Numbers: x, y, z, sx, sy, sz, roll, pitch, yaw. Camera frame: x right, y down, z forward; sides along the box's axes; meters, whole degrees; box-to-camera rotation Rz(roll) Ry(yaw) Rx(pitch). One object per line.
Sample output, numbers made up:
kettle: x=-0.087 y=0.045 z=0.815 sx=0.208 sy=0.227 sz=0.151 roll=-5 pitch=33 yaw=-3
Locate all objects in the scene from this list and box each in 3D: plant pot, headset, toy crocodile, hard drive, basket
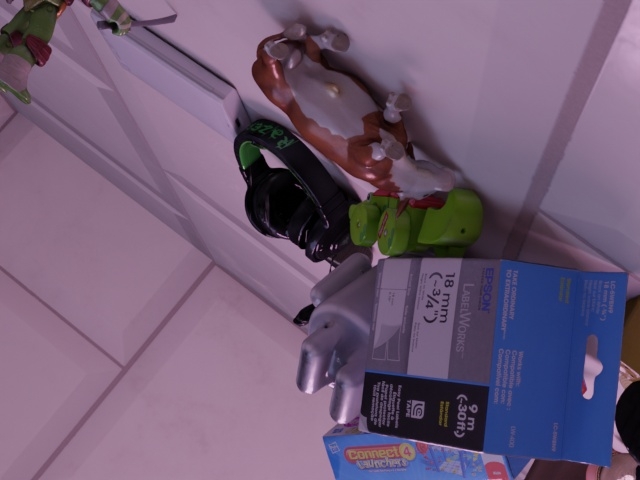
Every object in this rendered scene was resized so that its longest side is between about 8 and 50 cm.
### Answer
plant pot: x=0.398 y=0.129 z=1.331 sx=0.081 sy=0.083 sz=0.081 roll=37 pitch=169 yaw=5
headset: x=-0.046 y=-0.027 z=1.885 sx=0.243 sy=0.185 sz=0.394 roll=28 pitch=153 yaw=46
toy crocodile: x=0.126 y=-0.032 z=1.536 sx=0.115 sy=0.105 sz=0.340 roll=7 pitch=-177 yaw=-16
hard drive: x=-0.257 y=-0.289 z=1.899 sx=0.307 sy=0.040 sz=0.203 roll=35 pitch=168 yaw=18
basket: x=0.488 y=0.500 z=2.159 sx=0.204 sy=0.227 sz=0.154 roll=44 pitch=168 yaw=-23

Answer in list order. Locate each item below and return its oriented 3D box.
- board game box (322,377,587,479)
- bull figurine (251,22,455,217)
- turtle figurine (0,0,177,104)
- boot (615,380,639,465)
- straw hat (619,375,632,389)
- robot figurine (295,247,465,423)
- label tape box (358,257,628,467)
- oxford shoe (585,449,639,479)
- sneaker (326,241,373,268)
board game box: x=0.211 y=0.265 z=1.650 sx=0.302 sy=0.308 sz=0.086 roll=-12 pitch=100 yaw=36
bull figurine: x=0.041 y=-0.151 z=1.334 sx=0.310 sy=0.101 sz=0.188 roll=37 pitch=165 yaw=-1
turtle figurine: x=-0.373 y=-0.315 z=1.594 sx=0.198 sy=0.266 sz=0.275 roll=34 pitch=171 yaw=13
boot: x=0.535 y=0.324 z=1.333 sx=0.348 sy=0.131 sz=0.260 roll=36 pitch=171 yaw=38
straw hat: x=0.500 y=0.272 z=1.635 sx=0.144 sy=0.061 sz=0.144 roll=37 pitch=169 yaw=8
robot figurine: x=0.122 y=0.132 z=1.640 sx=0.300 sy=0.353 sz=0.200 roll=42 pitch=143 yaw=24
label tape box: x=0.208 y=0.144 z=1.360 sx=0.106 sy=0.241 sz=0.333 roll=13 pitch=171 yaw=-40
oxford shoe: x=0.668 y=0.534 z=1.959 sx=0.397 sy=0.140 sz=0.146 roll=37 pitch=161 yaw=-7
sneaker: x=0.000 y=0.000 z=2.112 sx=0.222 sy=0.083 sz=0.118 roll=37 pitch=169 yaw=5
